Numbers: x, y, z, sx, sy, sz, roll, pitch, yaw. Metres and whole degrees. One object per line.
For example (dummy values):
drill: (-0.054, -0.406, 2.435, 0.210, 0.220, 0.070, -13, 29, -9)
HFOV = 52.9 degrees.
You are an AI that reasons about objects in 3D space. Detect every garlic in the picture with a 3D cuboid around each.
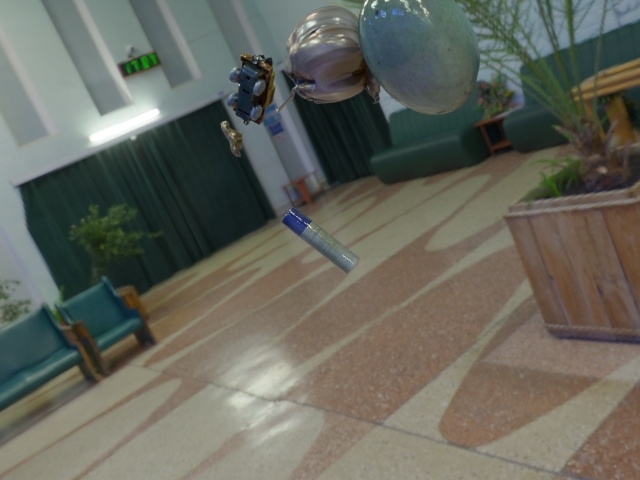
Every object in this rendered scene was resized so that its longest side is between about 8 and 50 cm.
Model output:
garlic: (0.022, -0.308, 1.225, 0.207, 0.207, 0.257, -37, -16, -47)

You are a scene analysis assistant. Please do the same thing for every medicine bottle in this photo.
medicine bottle: (0.000, 0.000, 1.752, 0.059, 0.230, 0.059, -51, -3, -4)

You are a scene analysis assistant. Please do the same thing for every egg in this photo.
egg: (0.158, -0.306, 1.022, 0.169, 0.236, 0.169, -34, 29, 22)

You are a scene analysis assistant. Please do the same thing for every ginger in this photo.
ginger: (-0.202, -0.245, 1.534, 0.048, 0.097, 0.030, -12, -17, -46)

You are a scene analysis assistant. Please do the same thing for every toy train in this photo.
toy train: (-0.166, -0.390, 1.635, 0.127, 0.089, 0.219, -54, -12, -39)
